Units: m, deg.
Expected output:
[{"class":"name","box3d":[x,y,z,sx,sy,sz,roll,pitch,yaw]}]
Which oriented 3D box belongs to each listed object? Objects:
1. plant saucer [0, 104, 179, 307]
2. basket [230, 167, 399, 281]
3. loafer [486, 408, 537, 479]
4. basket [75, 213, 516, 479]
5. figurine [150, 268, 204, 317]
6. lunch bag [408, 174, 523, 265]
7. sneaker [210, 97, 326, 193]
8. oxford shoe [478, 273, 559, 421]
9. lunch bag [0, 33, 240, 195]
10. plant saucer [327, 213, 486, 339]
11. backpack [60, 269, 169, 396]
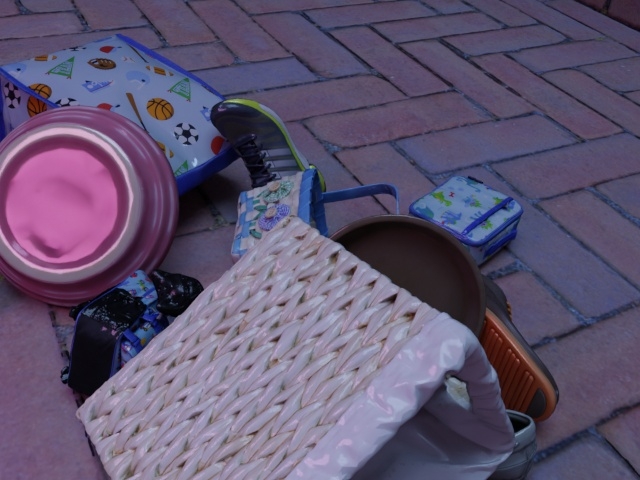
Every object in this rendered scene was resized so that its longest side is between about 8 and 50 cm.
[{"class":"plant saucer","box3d":[-0.398,-0.057,1.049,0.332,0.332,0.084,8,-2,2]},{"class":"basket","box3d":[0.000,0.000,1.113,0.289,0.201,0.255,-4,39,2]},{"class":"loafer","box3d":[0.125,0.262,0.874,0.319,0.111,0.112,-1,38,0]},{"class":"basket","box3d":[-0.007,0.202,0.694,0.331,0.328,0.266,-43,52,-8]},{"class":"figurine","box3d":[-0.143,0.149,0.913,0.209,0.092,0.215,34,22,-39]},{"class":"lunch bag","box3d":[0.286,-0.039,1.288,0.176,0.090,0.219,34,42,29]},{"class":"sneaker","box3d":[-0.099,-0.145,1.245,0.111,0.300,0.121,-20,39,35]},{"class":"oxford shoe","box3d":[0.274,0.131,1.059,0.132,0.130,0.364,-8,41,-27]},{"class":"lunch bag","box3d":[-0.374,-0.206,1.278,0.385,0.239,0.328,28,41,17]},{"class":"plant saucer","box3d":[0.107,0.093,0.985,0.277,0.278,0.041,8,14,2]},{"class":"backpack","box3d":[-0.279,0.135,0.956,0.117,0.158,0.173,24,30,8]}]
